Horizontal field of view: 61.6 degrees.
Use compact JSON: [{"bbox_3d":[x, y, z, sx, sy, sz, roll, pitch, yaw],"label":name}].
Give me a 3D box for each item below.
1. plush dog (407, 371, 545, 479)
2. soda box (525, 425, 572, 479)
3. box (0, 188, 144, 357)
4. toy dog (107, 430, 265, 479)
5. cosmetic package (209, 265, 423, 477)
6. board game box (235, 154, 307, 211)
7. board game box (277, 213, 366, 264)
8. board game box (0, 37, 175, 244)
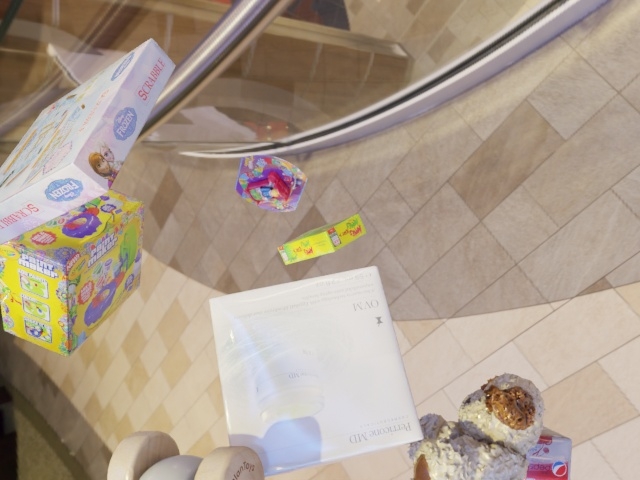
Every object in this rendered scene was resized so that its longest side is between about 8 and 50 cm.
[{"bbox_3d":[0.273,0.317,0.849,0.211,0.262,0.225,30,89,11],"label":"plush dog"},{"bbox_3d":[0.379,0.393,1.045,0.263,0.092,0.083,108,168,-82],"label":"soda box"},{"bbox_3d":[-0.572,0.056,1.255,0.177,0.290,0.279,21,125,7],"label":"box"},{"bbox_3d":[-0.127,0.361,0.553,0.220,0.161,0.333,-30,93,32],"label":"toy dog"},{"bbox_3d":[-0.012,0.176,0.706,0.138,0.224,0.224,93,165,-68],"label":"cosmetic package"},{"bbox_3d":[-0.104,-0.100,1.067,0.168,0.133,0.033,117,168,-54],"label":"board game box"},{"bbox_3d":[0.000,0.000,1.094,0.181,0.092,0.043,-18,100,55],"label":"board game box"},{"bbox_3d":[-0.416,-0.160,0.893,0.318,0.066,0.318,-17,44,30],"label":"board game box"}]
